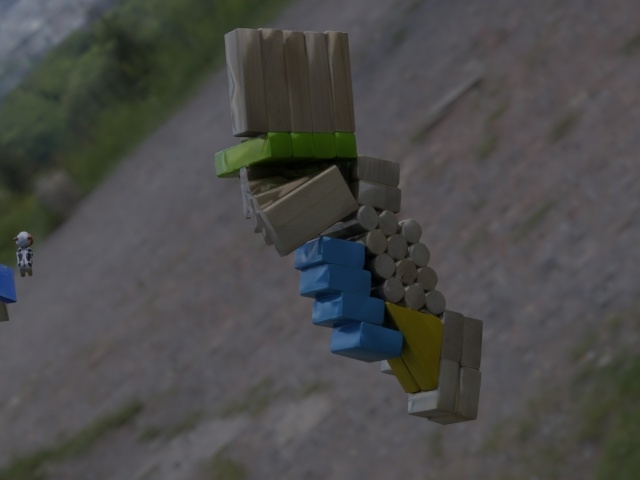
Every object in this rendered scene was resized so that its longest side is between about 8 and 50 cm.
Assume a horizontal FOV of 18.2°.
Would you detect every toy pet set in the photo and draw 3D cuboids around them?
[{"bbox_3d":[-0.348,0.025,2.002,0.122,0.065,0.114,-9,51,-5],"label":"toy pet set"}]

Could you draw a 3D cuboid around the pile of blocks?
[{"bbox_3d":[0.000,0.000,1.611,0.149,0.362,0.113,-30,7,-35],"label":"pile of blocks"}]
